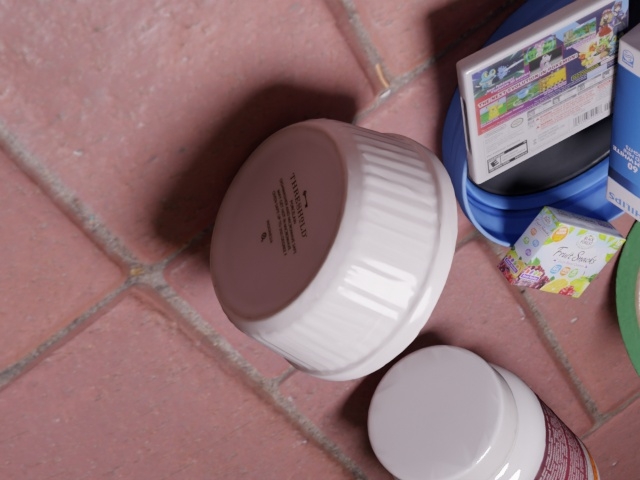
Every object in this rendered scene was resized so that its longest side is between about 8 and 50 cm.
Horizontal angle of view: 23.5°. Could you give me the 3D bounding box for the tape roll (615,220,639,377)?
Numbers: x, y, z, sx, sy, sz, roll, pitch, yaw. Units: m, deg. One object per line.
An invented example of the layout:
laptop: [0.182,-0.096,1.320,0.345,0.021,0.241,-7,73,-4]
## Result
tape roll: [0.527,0.090,2.036,0.077,0.321,0.321,-10,137,-32]

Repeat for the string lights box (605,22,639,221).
string lights box: [0.396,-0.147,1.721,0.133,0.076,0.260,-37,147,-23]

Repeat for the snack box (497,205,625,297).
snack box: [0.294,0.015,1.874,0.141,0.037,0.100,11,122,-45]

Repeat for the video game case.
video game case: [0.240,-0.167,1.643,0.201,0.023,0.183,-27,143,-10]

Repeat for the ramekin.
ramekin: [0.000,0.000,1.571,0.127,0.273,0.273,23,115,-36]

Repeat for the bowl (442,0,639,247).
bowl: [0.312,-0.161,1.791,0.391,0.077,0.391,-22,141,-19]

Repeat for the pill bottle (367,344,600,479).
pill bottle: [0.226,0.297,2.104,0.224,0.224,0.392,-40,144,5]
